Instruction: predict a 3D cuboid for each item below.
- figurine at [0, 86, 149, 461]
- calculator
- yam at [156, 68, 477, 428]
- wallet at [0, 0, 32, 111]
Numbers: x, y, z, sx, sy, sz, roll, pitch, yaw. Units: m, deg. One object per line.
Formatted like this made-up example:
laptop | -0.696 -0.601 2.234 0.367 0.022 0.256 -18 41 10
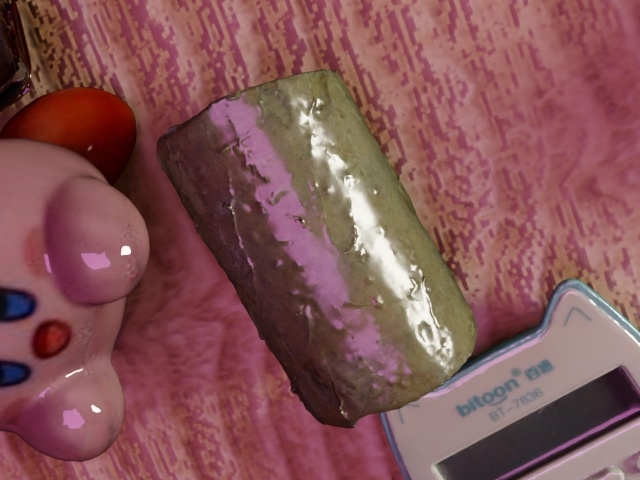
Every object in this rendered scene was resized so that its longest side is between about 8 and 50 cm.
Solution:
figurine | -0.253 0.028 0.911 0.211 0.261 0.270 7 110 -17
calculator | 0.231 0.228 1.006 0.256 0.054 0.386 -32 98 17
yam | 0.000 0.000 0.934 0.161 0.161 0.268 -29 97 17
wallet | -0.295 -0.192 0.951 0.122 0.031 0.232 -25 67 18
